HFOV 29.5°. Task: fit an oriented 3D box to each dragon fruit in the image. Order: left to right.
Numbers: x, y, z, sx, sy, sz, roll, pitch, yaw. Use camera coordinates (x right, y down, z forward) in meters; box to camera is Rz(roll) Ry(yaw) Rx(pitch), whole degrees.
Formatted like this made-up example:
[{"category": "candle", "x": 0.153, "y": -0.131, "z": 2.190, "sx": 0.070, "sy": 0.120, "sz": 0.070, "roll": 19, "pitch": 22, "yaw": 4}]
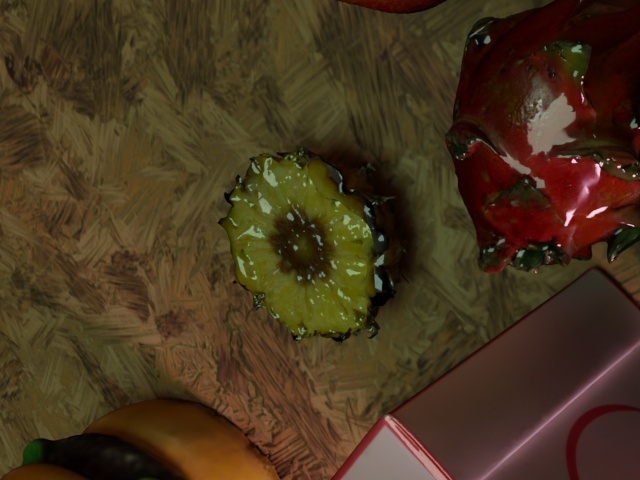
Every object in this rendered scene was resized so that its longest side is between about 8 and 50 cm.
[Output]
[{"category": "dragon fruit", "x": 0.212, "y": -0.087, "z": 0.885, "sx": 0.269, "sy": 0.198, "sz": 0.200, "roll": -16, "pitch": 76, "yaw": 38}]

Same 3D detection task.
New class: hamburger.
[{"category": "hamburger", "x": -0.224, "y": 0.390, "z": 1.427, "sx": 0.395, "sy": 0.277, "sz": 0.396, "roll": 19, "pitch": 121, "yaw": 34}]

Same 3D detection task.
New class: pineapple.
[{"category": "pineapple", "x": 0.000, "y": 0.000, "z": 1.185, "sx": 0.224, "sy": 0.076, "sz": 0.225, "roll": 18, "pitch": 121, "yaw": 33}]

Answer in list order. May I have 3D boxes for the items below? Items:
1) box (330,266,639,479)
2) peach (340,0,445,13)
[{"category": "box", "x": 0.171, "y": 0.264, "z": 0.981, "sx": 0.300, "sy": 0.312, "sz": 0.314, "roll": 47, "pitch": 132, "yaw": 16}, {"category": "peach", "x": 0.054, "y": -0.283, "z": 0.906, "sx": 0.231, "sy": 0.231, "sz": 0.231, "roll": 19, "pitch": 121, "yaw": 36}]
